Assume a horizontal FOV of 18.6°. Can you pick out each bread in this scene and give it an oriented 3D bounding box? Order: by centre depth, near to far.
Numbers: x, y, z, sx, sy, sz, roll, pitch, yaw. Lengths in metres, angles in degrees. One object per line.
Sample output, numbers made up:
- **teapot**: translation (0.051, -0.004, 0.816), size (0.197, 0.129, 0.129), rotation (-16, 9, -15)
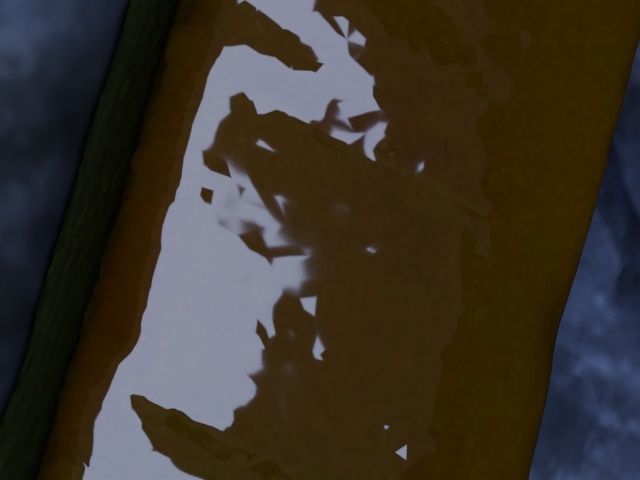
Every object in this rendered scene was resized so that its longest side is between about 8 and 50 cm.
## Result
- **bread**: translation (0.000, 0.000, 0.537), size (0.138, 0.077, 0.361), rotation (22, 76, -25)
